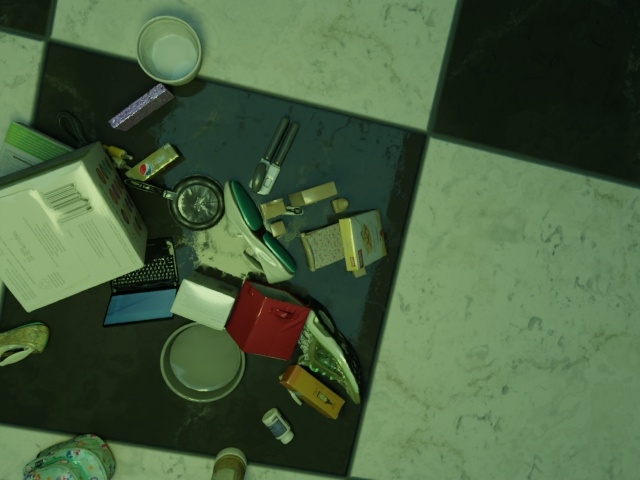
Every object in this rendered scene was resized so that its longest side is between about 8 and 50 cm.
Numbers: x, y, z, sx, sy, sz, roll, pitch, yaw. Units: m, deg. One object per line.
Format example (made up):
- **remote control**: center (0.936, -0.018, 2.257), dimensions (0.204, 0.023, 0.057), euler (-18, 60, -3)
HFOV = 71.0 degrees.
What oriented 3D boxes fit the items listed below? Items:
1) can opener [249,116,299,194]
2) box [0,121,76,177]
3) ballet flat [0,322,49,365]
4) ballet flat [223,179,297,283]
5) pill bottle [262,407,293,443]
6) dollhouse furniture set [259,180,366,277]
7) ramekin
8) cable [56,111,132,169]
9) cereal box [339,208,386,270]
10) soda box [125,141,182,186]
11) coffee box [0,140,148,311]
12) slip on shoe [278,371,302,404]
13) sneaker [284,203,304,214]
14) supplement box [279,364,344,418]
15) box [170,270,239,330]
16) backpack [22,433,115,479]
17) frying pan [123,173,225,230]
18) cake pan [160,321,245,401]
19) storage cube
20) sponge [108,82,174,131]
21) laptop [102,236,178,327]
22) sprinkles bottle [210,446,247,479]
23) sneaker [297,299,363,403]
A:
- **can opener**: center (-0.158, -0.288, 1.537), dimensions (0.076, 0.095, 0.283), euler (26, 93, -7)
- **box**: center (-0.941, -0.192, 1.475), dimensions (0.232, 0.058, 0.322), euler (27, 102, -7)
- **ballet flat**: center (-1.090, 0.370, 1.496), dimensions (0.348, 0.123, 0.123), euler (-14, 96, -6)
- **ballet flat**: center (-0.240, -0.014, 1.549), dimensions (0.139, 0.139, 0.400), euler (-35, 98, -1)
- **pill bottle**: center (-0.152, 0.679, 1.640), dimensions (0.067, 0.067, 0.120), euler (-36, 97, -1)
- **dollhouse furniture set**: center (0.000, 0.000, 1.500), dimensions (0.303, 0.174, 0.355), euler (-20, 97, -19)
- **ramekin**: center (-0.486, -0.609, 1.472), dimensions (0.207, 0.109, 0.207), euler (0, 95, -4)
- **cable**: center (-0.773, -0.306, 1.517), dimensions (0.287, 0.072, 0.139), euler (38, 108, 5)
- **cereal box**: center (0.149, -0.007, 1.529), dimensions (0.047, 0.240, 0.173), euler (-6, 98, 31)
- **soda box**: center (-0.563, -0.255, 1.521), dimensions (0.181, 0.061, 0.058), euler (-35, 98, -1)
- **coffee box**: center (-0.754, -0.058, 1.333), dimensions (0.338, 0.334, 0.337), euler (-24, 116, -8)
- **slip on shoe**: center (-0.100, 0.540, 1.644), dimensions (0.041, 0.051, 0.135), euler (-35, 91, -13)
- **sneaker**: center (-0.111, -0.109, 1.584), dimensions (0.109, 0.044, 0.040), euler (0, 97, -4)
- **supplement box**: center (-0.029, 0.544, 1.612), dimensions (0.233, 0.080, 0.078), euler (40, 57, -11)
- **box**: center (-0.383, 0.199, 1.518), dimensions (0.182, 0.181, 0.119), euler (22, 92, -7)
- **backpack**: center (-0.854, 0.803, 1.538), dimensions (0.253, 0.191, 0.225), euler (-22, 96, -8)
- **frying pan**: center (-0.465, -0.166, 1.515), dimensions (0.326, 0.053, 0.197), euler (41, 87, -22)
- **cake pan**: center (-0.415, 0.426, 1.600), dimensions (0.293, 0.054, 0.293), euler (0, 95, -5)
- **storage cube**: center (-0.181, 0.265, 1.509), dimensions (0.184, 0.215, 0.193), euler (20, 94, -33)
- **sponge**: center (-0.585, -0.434, 1.475), dimensions (0.210, 0.117, 0.031), euler (-37, 99, -1)
- **laptop**: center (-0.614, 0.136, 1.515), dimensions (0.234, 0.136, 0.264), euler (-6, 96, -5)
- **sprinkles bottle**: center (-0.318, 0.839, 1.494), dimensions (0.121, 0.355, 0.121), euler (0, 96, -5)
- **sneaker**: center (0.012, 0.419, 1.613), dimensions (0.182, 0.158, 0.410), euler (-30, 94, 16)
